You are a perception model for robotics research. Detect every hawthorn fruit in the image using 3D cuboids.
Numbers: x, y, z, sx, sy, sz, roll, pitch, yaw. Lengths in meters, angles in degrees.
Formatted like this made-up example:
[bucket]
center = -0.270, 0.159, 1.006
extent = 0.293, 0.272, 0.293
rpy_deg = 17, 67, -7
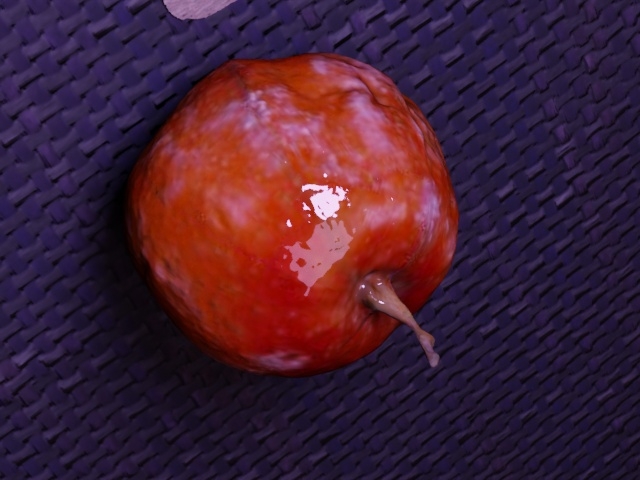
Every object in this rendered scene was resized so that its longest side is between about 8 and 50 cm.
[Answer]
[hawthorn fruit]
center = 0.000, 0.000, 1.306
extent = 0.242, 0.271, 0.242
rpy_deg = -19, 133, -22

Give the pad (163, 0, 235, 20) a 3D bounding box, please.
[pad]
center = -0.016, -0.277, 1.300
extent = 0.266, 0.002, 0.176
rpy_deg = -32, 131, -14
